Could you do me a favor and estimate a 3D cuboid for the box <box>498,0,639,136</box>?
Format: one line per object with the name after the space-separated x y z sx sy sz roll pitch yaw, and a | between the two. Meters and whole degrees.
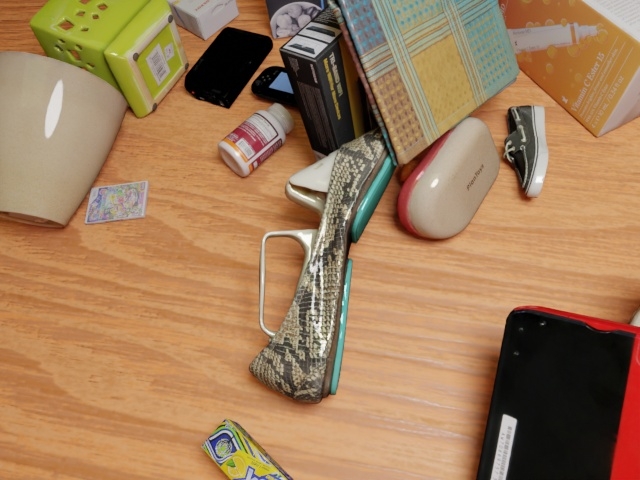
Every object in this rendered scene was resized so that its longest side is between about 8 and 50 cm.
0.521 -0.414 0.921 0.168 0.215 0.345 -27 61 -7 | box

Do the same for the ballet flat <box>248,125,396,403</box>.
0.000 0.000 0.750 0.181 0.164 0.483 16 78 7 | ballet flat

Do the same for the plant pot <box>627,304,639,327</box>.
0.535 0.172 0.567 0.305 0.334 0.334 29 68 33 | plant pot

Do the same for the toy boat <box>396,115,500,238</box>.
0.208 -0.113 0.857 0.151 0.151 0.231 13 58 48 | toy boat

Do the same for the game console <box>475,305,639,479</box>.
0.336 0.288 0.501 0.341 0.060 0.387 9 85 47 | game console

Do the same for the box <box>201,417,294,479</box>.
-0.089 0.333 0.674 0.168 0.059 0.054 35 73 23 | box

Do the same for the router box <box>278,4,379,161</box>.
0.073 -0.269 0.843 0.081 0.309 0.243 30 69 30 | router box

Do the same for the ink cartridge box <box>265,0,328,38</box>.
-0.027 -0.576 1.082 0.206 0.208 0.045 -7 58 3 | ink cartridge box

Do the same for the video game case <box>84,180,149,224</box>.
-0.415 -0.078 0.969 0.121 0.011 0.087 -7 61 3 | video game case

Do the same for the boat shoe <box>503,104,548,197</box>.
0.379 -0.170 0.889 0.070 0.078 0.220 8 55 10 | boat shoe

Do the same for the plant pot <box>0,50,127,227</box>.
-0.539 -0.172 0.923 0.256 0.256 0.274 5 78 10 | plant pot

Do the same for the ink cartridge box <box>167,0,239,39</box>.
-0.316 -0.605 1.211 0.175 0.072 0.127 36 71 23 | ink cartridge box

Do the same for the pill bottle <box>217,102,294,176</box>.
-0.127 -0.207 0.962 0.086 0.086 0.152 38 71 24 | pill bottle

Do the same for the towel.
0.185 -0.317 0.754 0.370 0.272 0.040 -39 23 -31 | towel

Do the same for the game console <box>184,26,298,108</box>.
-0.117 -0.375 1.078 0.361 0.044 0.213 20 66 16 | game console

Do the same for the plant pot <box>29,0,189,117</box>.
-0.436 -0.424 1.047 0.207 0.228 0.227 24 67 11 | plant pot
